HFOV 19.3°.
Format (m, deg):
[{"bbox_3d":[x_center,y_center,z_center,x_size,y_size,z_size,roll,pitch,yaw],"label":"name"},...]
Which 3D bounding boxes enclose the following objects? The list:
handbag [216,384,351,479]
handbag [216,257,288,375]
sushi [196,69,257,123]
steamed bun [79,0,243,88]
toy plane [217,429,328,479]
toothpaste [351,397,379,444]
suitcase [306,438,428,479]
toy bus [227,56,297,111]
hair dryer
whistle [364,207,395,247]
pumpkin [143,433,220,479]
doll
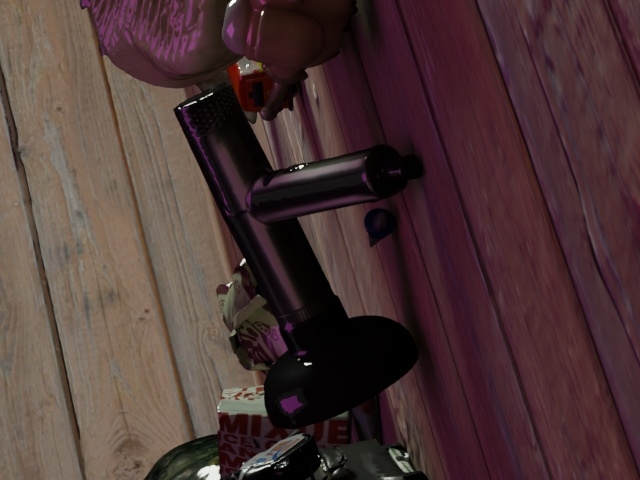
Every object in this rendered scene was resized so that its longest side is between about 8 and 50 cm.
[{"bbox_3d":[-0.046,0.247,2.309,0.298,0.171,0.151,80,-167,-76],"label":"handbag"},{"bbox_3d":[-0.055,0.122,2.476,0.213,0.127,0.235,50,170,3],"label":"handbag"},{"bbox_3d":[-0.142,-0.295,2.607,0.273,0.134,0.109,61,-167,-14],"label":"sushi"},{"bbox_3d":[-0.112,-0.304,1.964,0.280,0.207,0.268,-7,96,56],"label":"steamed bun"},{"bbox_3d":[-0.061,0.241,1.875,0.078,0.197,0.053,0,113,45],"label":"toy plane"},{"bbox_3d":[0.049,0.190,2.183,0.205,0.036,0.056,78,178,-48],"label":"toothpaste"},{"bbox_3d":[0.046,0.429,1.994,0.283,0.194,0.434,-135,34,-76],"label":"suitcase"},{"bbox_3d":[-0.079,-0.231,2.259,0.079,0.077,0.174,85,169,-49],"label":"toy bus"},{"bbox_3d":[-0.006,0.021,1.677,0.284,0.156,0.320,23,139,64],"label":"hair dryer"},{"bbox_3d":[0.054,-0.013,1.757,0.083,0.029,0.033,92,-163,-82],"label":"whistle"},{"bbox_3d":[-0.105,0.488,2.711,0.454,0.344,0.454,162,90,-87],"label":"pumpkin"},{"bbox_3d":[-0.028,-0.205,1.711,0.278,0.119,0.154,104,175,-78],"label":"doll"}]
